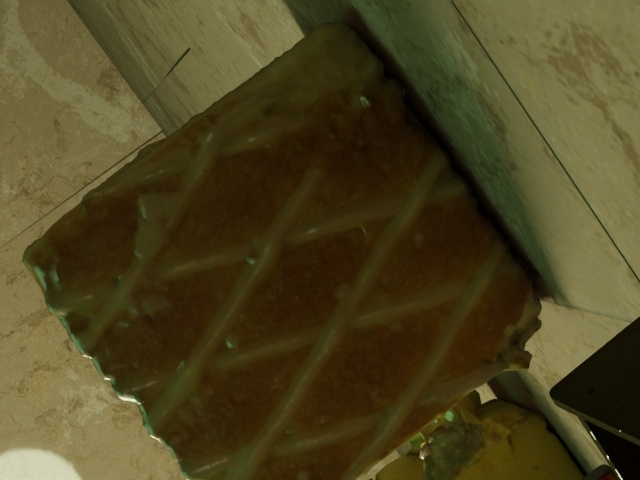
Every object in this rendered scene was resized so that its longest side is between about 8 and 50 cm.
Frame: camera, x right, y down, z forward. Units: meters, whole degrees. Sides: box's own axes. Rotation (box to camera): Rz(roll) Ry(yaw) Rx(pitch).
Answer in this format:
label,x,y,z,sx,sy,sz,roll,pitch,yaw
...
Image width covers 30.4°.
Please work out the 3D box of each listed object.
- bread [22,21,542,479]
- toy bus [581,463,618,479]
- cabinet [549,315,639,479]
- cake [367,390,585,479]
label,x,y,z,sx,sy,sz,roll,pitch,yaw
bread,-0.037,0.039,1.160,0.371,0.390,0.279,53,180,-11
toy bus,0.332,0.357,1.296,0.136,0.126,0.209,34,161,40
cabinet,0.260,0.131,0.637,0.175,0.148,0.215,55,171,-13
cake,0.201,0.323,1.518,0.286,0.222,0.227,55,170,-6
